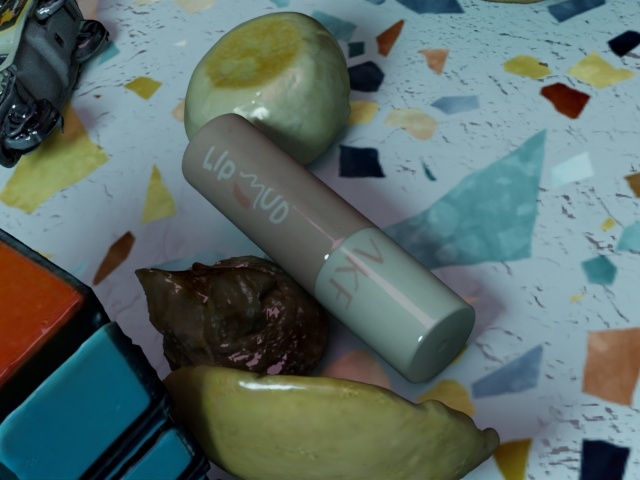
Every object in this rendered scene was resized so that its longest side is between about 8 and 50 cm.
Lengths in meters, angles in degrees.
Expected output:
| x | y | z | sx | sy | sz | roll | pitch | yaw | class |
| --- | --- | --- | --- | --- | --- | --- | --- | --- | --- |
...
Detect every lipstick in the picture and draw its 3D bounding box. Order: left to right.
| x | y | z | sx | sy | sz | roll | pitch | yaw | class |
| --- | --- | --- | --- | --- | --- | --- | --- | --- | --- |
| 0.000 | 0.000 | 0.846 | 0.070 | 0.070 | 0.254 | -39 | 59 | -17 | lipstick |

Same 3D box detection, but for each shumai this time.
| x | y | z | sx | sy | sz | roll | pitch | yaw | class |
| --- | --- | --- | --- | --- | --- | --- | --- | --- | --- |
| -0.060 | 0.058 | 0.833 | 0.123 | 0.105 | 0.139 | -26 | 67 | -6 | shumai |

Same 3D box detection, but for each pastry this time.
| x | y | z | sx | sy | sz | roll | pitch | yaw | class |
| --- | --- | --- | --- | --- | --- | --- | --- | --- | --- |
| -0.048 | -0.128 | 0.989 | 0.156 | 0.092 | 0.156 | -13 | 43 | 12 | pastry |

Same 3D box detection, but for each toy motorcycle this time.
| x | y | z | sx | sy | sz | roll | pitch | yaw | class |
| --- | --- | --- | --- | --- | --- | --- | --- | --- | --- |
| -0.298 | -0.162 | 1.104 | 0.157 | 0.091 | 0.263 | -12 | 45 | 19 | toy motorcycle |

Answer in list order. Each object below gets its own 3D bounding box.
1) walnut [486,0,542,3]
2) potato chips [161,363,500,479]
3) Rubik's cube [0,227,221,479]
| x | y | z | sx | sy | sz | roll | pitch | yaw | class |
| --- | --- | --- | --- | --- | --- | --- | --- | --- | --- |
| 0.162 | -0.381 | 0.984 | 0.381 | 0.381 | 0.381 | -9 | 48 | 10 | walnut |
| 0.001 | 0.125 | 0.702 | 0.208 | 0.195 | 0.062 | 18 | 71 | -15 | potato chips |
| -0.255 | 0.152 | 0.681 | 0.293 | 0.288 | 0.283 | 28 | 62 | 37 | Rubik's cube |
